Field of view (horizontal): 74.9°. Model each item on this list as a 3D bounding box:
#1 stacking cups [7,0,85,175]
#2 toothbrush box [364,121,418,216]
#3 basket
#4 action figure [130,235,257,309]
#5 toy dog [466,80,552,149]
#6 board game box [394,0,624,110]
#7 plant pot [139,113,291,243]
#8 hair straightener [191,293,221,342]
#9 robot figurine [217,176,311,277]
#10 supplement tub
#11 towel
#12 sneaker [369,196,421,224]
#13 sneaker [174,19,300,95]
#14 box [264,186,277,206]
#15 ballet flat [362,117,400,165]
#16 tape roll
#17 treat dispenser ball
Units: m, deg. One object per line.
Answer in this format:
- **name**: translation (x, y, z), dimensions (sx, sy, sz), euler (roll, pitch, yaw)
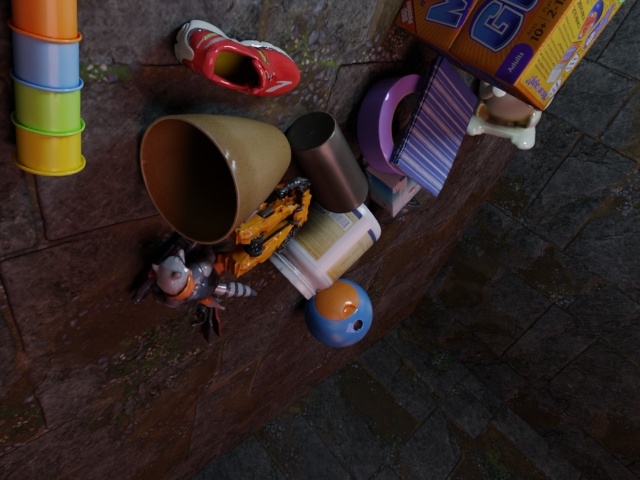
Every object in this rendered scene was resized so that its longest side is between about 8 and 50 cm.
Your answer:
- **stacking cups**: translation (-0.366, -0.247, 0.553), dimensions (0.096, 0.096, 0.316), euler (-18, 137, -45)
- **toothbrush box**: translation (0.280, -0.234, 1.463), dimensions (0.216, 0.126, 0.295), euler (-46, 164, -4)
- **basket**: translation (0.015, -0.206, 1.085), dimensions (0.154, 0.204, 0.227), euler (-35, 145, 0)
- **action figure**: translation (-0.271, 0.063, 1.030), dimensions (0.341, 0.178, 0.330), euler (-51, 163, 10)
- **toy dog**: translation (0.753, -0.604, 1.539), dimensions (0.395, 0.285, 0.408), euler (-50, 158, -25)
- **board game box**: translation (0.482, -0.590, 1.035), dimensions (0.356, 0.356, 0.356), euler (-8, 135, -53)
- **plant pot**: translation (-0.177, -0.150, 0.841), dimensions (0.254, 0.237, 0.237), euler (-38, 157, -51)
- **hair straightener**: translation (-0.354, 0.247, 1.301), dimensions (0.089, 0.047, 0.230), euler (-28, 148, -36)
- **robot figurine**: translation (-0.123, -0.048, 1.022), dimensions (0.291, 0.085, 0.211), euler (-43, 155, -44)
- **supplement tub**: translation (0.007, 0.008, 1.307), dimensions (0.316, 0.228, 0.228), euler (-44, 154, -7)
- **towel**: translation (0.333, -0.320, 1.202), dimensions (0.243, 0.040, 0.336), euler (24, 88, -42)
- **sneaker**: translation (0.297, -0.130, 1.728), dimensions (0.286, 0.109, 0.130), euler (-11, 144, -38)
- **sneaker**: translation (-0.130, -0.307, 0.773), dimensions (0.279, 0.118, 0.107), euler (-12, 138, -50)
- **box**: translation (-0.148, -0.138, 1.062), dimensions (0.059, 0.054, 0.169), euler (-41, 155, -13)
- **ballet flat**: translation (0.188, -0.312, 1.335), dimensions (0.057, 0.049, 0.173), euler (-3, 130, -55)
- **tape roll**: translation (0.234, -0.325, 1.197), dimensions (0.275, 0.090, 0.274), euler (-11, 109, -37)
- **treat dispenser ball**: translation (0.076, 0.305, 1.766), dimensions (0.288, 0.288, 0.288), euler (-36, 152, -22)
